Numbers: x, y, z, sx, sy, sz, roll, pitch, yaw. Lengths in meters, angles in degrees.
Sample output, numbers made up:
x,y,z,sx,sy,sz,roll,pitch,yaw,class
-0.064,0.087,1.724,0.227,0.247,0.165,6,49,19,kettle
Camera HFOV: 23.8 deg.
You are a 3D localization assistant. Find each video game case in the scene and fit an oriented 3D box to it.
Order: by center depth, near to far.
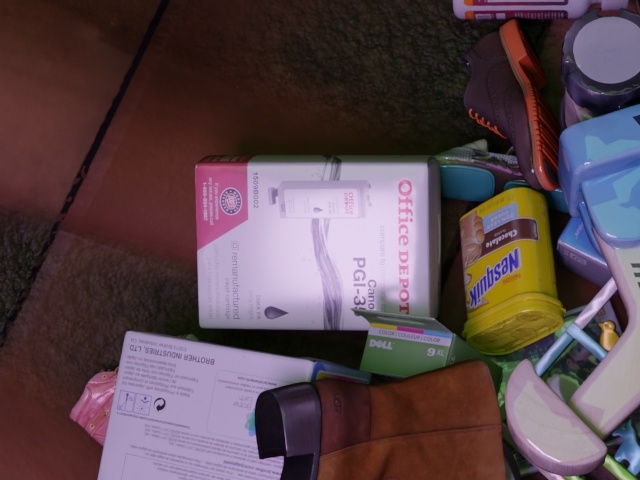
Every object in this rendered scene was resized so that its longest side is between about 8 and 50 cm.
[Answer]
x,y,z,sx,sy,sz,roll,pitch,yaw,class
0.284,0.177,1.813,0.190,0.022,0.173,-19,70,2,video game case

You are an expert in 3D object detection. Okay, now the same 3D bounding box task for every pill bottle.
x,y,z,sx,sy,sz,roll,pitch,yaw,class
0.281,-0.343,1.934,0.221,0.121,0.121,1,72,9,pill bottle

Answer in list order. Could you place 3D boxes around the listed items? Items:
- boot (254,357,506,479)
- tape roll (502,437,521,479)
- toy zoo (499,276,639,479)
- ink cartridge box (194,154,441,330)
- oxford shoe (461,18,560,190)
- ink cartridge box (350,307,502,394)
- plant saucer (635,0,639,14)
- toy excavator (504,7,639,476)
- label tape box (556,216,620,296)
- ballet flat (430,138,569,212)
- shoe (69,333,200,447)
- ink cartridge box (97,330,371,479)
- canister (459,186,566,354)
x,y,z,sx,sy,sz,roll,pitch,yaw,class
0.070,0.267,1.595,0.280,0.096,0.264,-3,81,-32,boot
0.121,0.296,1.735,0.219,0.072,0.219,1,93,10,tape roll
0.354,0.163,1.730,0.192,0.030,0.293,42,102,14,toy zoo
0.000,0.000,1.829,0.283,0.117,0.207,0,96,9,ink cartridge box
0.237,-0.154,1.877,0.098,0.097,0.271,-25,43,19,oxford shoe
0.118,0.141,1.740,0.109,0.209,0.062,7,74,31,ink cartridge box
0.501,-0.315,1.936,0.198,0.036,0.199,-3,72,8,plant saucer
0.361,-0.012,1.634,0.432,0.222,0.445,-17,69,2,toy excavator
0.490,-0.009,1.798,0.347,0.115,0.249,29,79,14,label tape box
0.226,-0.087,1.891,0.221,0.077,0.079,8,55,6,ballet flat
-0.230,0.172,1.872,0.081,0.063,0.178,36,85,13,shoe
-0.116,0.316,1.700,0.270,0.151,0.396,7,82,33,ink cartridge box
0.224,0.036,1.810,0.126,0.073,0.170,-33,48,42,canister
